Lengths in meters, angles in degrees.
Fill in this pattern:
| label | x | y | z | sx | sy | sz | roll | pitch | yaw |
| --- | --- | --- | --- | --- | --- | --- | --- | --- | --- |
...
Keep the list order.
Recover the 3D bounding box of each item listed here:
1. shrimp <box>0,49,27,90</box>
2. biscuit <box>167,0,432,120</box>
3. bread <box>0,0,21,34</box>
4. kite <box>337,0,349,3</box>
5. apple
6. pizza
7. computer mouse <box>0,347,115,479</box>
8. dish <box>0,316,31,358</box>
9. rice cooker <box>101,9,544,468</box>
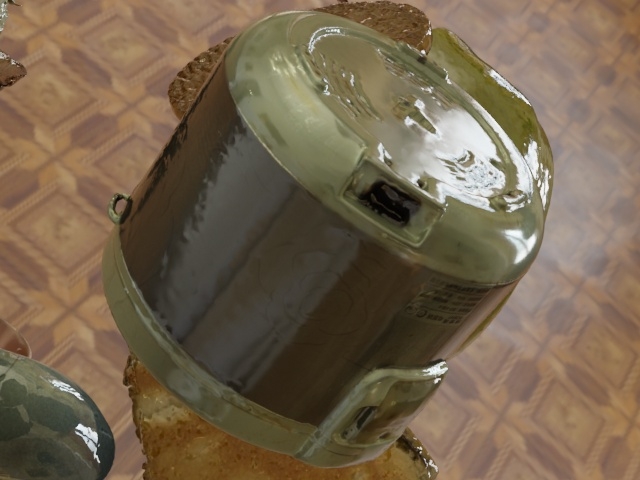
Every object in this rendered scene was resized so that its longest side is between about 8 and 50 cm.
| label | x | y | z | sx | sy | sz | roll | pitch | yaw |
| --- | --- | --- | --- | --- | --- | --- | --- | --- | --- |
| shrimp | -0.447 | -0.179 | 1.252 | 0.222 | 0.290 | 0.054 | 1 | 85 | -60 |
| biscuit | -0.018 | -0.161 | 1.102 | 0.262 | 0.037 | 0.262 | -13 | 28 | 7 |
| bread | -0.676 | -0.435 | 1.990 | 0.250 | 0.279 | 0.225 | 9 | 61 | 7 |
| kite | -0.042 | -0.419 | 1.389 | 0.360 | 0.022 | 0.204 | 63 | 3 | 2 |
| apple | 0.097 | -0.040 | 1.257 | 0.311 | 0.360 | 0.320 | 33 | -1 | -21 |
| pizza | -0.044 | 0.292 | 1.536 | 0.392 | 0.080 | 0.435 | -9 | 88 | -4 |
| computer mouse | -0.375 | 0.174 | 1.211 | 0.379 | 0.090 | 0.167 | 20 | 55 | -30 |
| dish | -0.503 | 0.142 | 1.591 | 0.213 | 0.090 | 0.213 | 35 | 5 | -3 |
| rice cooker | 0.000 | 0.002 | 0.887 | 0.288 | 0.277 | 0.288 | 27 | 29 | -17 |
